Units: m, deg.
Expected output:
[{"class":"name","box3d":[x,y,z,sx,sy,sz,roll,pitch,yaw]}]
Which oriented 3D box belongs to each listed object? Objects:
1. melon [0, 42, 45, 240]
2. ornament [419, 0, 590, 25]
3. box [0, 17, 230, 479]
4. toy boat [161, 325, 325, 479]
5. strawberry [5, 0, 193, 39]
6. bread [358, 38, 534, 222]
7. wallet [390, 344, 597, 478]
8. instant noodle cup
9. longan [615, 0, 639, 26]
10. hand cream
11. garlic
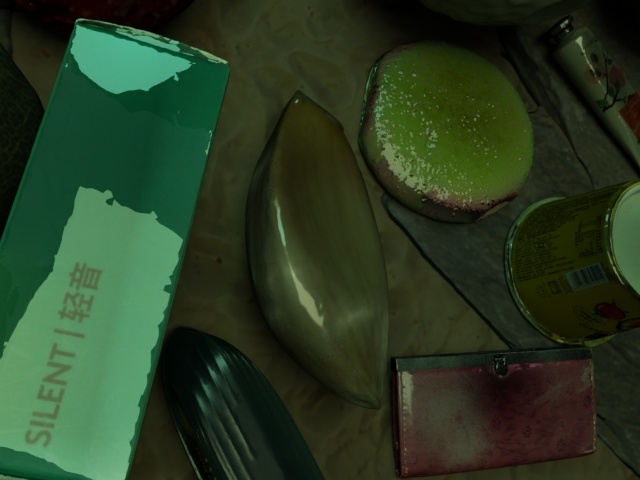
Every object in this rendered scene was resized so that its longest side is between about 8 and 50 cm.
[{"class":"melon","box3d":[-0.347,-0.048,0.427,0.302,0.237,0.237,-40,91,-17]},{"class":"ornament","box3d":[0.201,-0.396,0.645,0.337,0.337,0.336,4,75,-17]},{"class":"box","box3d":[-0.170,0.021,0.483,0.118,0.205,0.311,14,73,-12]},{"class":"toy boat","box3d":[-0.070,0.180,0.542,0.093,0.103,0.246,-16,68,-44]},{"class":"strawberry","box3d":[-0.200,-0.322,0.551,0.274,0.220,0.274,4,79,-19]},{"class":"bread","box3d":[0.149,-0.130,0.713,0.229,0.033,0.228,4,77,-17]},{"class":"wallet","box3d":[0.183,0.175,0.646,0.232,0.025,0.119,-1,87,-17]},{"class":"instant noodle cup","box3d":[0.317,0.020,0.669,0.182,0.144,0.182,4,76,-17]},{"class":"longan","box3d":[0.516,-0.399,0.778,0.288,0.288,0.350,30,59,-9]},{"class":"hand cream","box3d":[0.371,-0.183,0.794,0.234,0.050,0.080,49,64,-8]},{"class":"garlic","box3d":[-0.007,0.000,0.590,0.143,0.112,0.318,13,65,-38]}]
